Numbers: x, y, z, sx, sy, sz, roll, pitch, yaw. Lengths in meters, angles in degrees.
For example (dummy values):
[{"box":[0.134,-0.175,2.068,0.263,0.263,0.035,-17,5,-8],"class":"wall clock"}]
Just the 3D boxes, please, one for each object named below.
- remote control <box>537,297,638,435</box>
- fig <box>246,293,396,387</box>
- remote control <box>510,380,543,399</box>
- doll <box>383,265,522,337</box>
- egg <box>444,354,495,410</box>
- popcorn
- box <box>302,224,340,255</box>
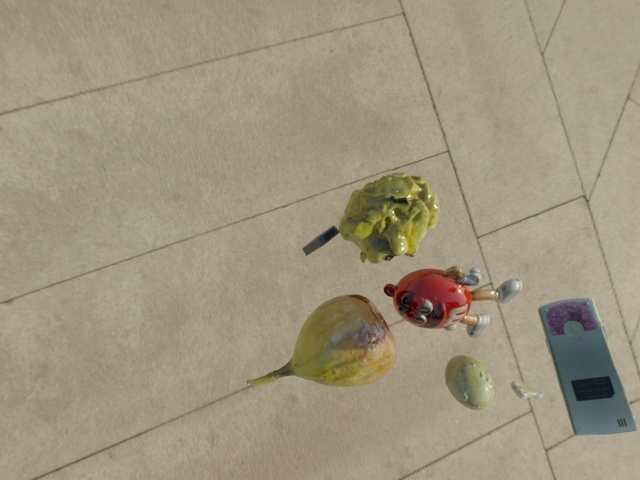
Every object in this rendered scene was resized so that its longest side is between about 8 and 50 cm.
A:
[{"box":[0.692,0.324,1.152,0.145,0.050,0.344,-13,66,19],"class":"remote control"},{"box":[-0.001,0.192,0.736,0.257,0.159,0.159,-22,94,-4],"class":"fig"},{"box":[0.788,0.573,1.673,0.122,0.074,0.032,10,118,-21],"class":"remote control"},{"box":[0.223,0.106,0.777,0.217,0.183,0.085,15,40,-10],"class":"doll"},{"box":[0.542,0.517,1.596,0.164,0.164,0.202,-23,62,-13],"class":"egg"},{"box":[0.192,-0.060,1.227,0.286,0.215,0.252,-16,111,10],"class":"popcorn"},{"box":[0.000,0.000,1.350,0.091,0.126,0.031,-39,93,-35],"class":"box"}]
